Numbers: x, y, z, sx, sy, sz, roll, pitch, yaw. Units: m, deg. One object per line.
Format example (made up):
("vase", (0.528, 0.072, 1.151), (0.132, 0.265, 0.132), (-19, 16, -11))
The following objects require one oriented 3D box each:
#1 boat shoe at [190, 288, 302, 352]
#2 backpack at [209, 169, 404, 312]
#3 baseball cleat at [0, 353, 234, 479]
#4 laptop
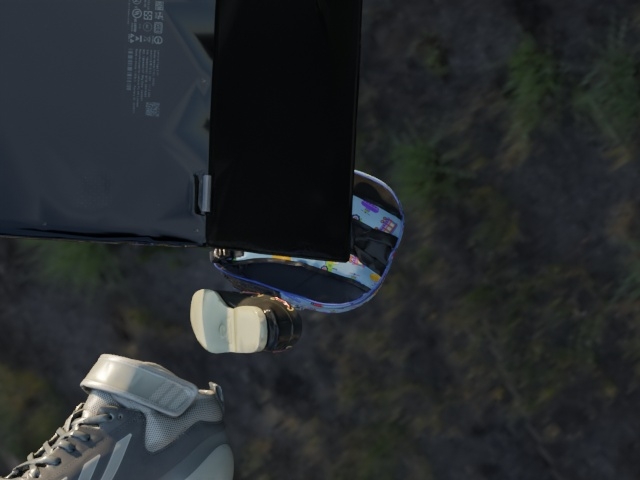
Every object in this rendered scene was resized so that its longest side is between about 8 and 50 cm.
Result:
("boat shoe", (-0.061, 0.064, 1.227), (0.133, 0.042, 0.049), (7, 98, 58))
("backpack", (0.000, 0.000, 1.591), (0.173, 0.158, 0.117), (18, 164, 19))
("baseball cleat", (-0.148, 0.126, 0.930), (0.072, 0.206, 0.109), (-2, 96, 53))
("laptop", (-0.150, -0.182, 1.355), (0.236, 0.407, 0.382), (159, 113, -82))
